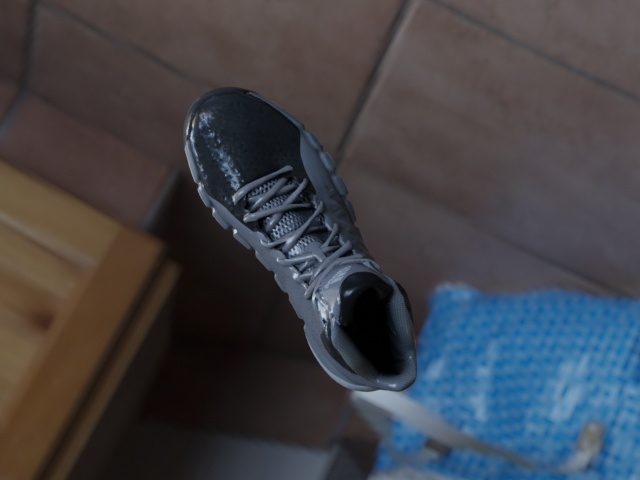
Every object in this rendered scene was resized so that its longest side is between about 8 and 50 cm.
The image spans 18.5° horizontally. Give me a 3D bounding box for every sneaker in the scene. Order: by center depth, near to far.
[{"bbox_3d":[0.000,0.000,1.243,0.229,0.086,0.132,55,174,-10],"label":"sneaker"}]
